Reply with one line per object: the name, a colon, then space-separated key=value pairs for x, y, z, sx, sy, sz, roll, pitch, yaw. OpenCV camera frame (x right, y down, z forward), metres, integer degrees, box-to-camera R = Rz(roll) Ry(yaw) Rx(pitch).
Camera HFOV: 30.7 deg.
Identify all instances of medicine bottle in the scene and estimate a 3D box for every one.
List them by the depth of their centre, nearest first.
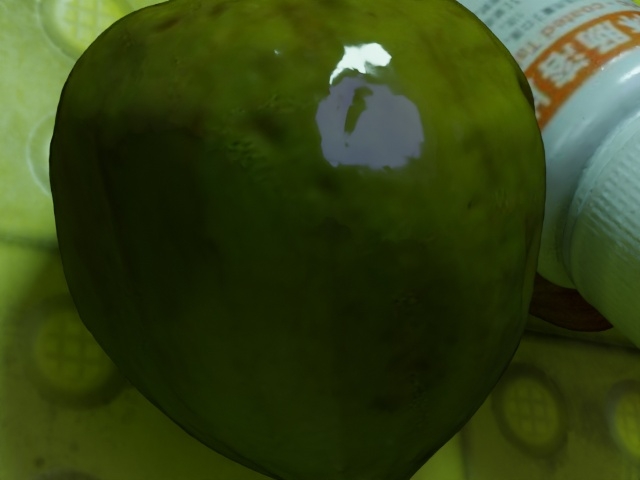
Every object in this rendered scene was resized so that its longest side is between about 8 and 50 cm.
medicine bottle: x=0.208 y=-0.083 z=0.910 sx=0.211 sy=0.211 sz=0.371 roll=-4 pitch=36 yaw=-34

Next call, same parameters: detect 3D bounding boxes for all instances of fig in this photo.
fig: x=-0.011 y=-0.002 z=0.776 sx=0.343 sy=0.343 sz=0.343 roll=14 pitch=60 yaw=-26
fig: x=0.211 y=0.023 z=1.019 sx=0.153 sy=0.119 sz=0.119 roll=-2 pitch=68 yaw=-34
